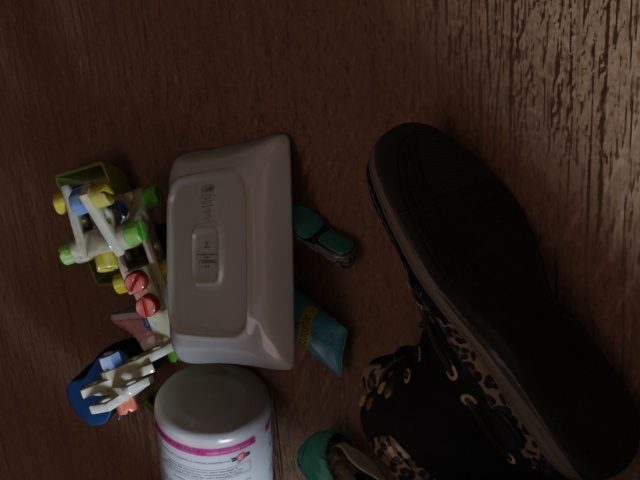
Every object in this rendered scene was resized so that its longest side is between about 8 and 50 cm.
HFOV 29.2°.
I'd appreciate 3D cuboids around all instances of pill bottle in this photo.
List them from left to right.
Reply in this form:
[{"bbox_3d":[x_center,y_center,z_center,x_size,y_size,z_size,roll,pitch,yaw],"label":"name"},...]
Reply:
[{"bbox_3d":[-0.147,0.326,1.736,0.160,0.160,0.283,35,137,38],"label":"pill bottle"}]

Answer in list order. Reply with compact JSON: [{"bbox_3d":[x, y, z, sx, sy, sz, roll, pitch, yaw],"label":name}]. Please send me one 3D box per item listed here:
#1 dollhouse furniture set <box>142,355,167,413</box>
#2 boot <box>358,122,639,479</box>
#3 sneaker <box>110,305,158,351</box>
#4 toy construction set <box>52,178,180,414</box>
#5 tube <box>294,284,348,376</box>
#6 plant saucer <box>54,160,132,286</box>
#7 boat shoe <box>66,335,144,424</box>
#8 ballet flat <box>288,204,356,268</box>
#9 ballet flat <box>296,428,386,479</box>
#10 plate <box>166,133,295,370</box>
[{"bbox_3d":[-0.222,0.250,1.923,0.152,0.058,0.076,46,141,-7],"label":"dollhouse furniture set"},{"bbox_3d":[0.121,0.096,1.229,0.377,0.138,0.284,55,147,5],"label":"boot"},{"bbox_3d":[-0.278,0.138,1.899,0.134,0.051,0.070,-4,103,52],"label":"sneaker"},{"bbox_3d":[-0.253,0.066,1.655,0.151,0.215,0.328,-3,102,13],"label":"toy construction set"},{"bbox_3d":[-0.041,0.081,1.529,0.207,0.052,0.080,38,145,29],"label":"tube"},{"bbox_3d":[-0.314,-0.027,1.844,0.188,0.045,0.188,-6,106,57],"label":"plant saucer"},{"bbox_3d":[-0.338,0.234,2.026,0.109,0.089,0.258,51,142,-3],"label":"boat shoe"},{"bbox_3d":[0.000,0.000,1.420,0.114,0.041,0.041,37,138,38],"label":"ballet flat"},{"bbox_3d":[0.062,0.338,1.524,0.247,0.083,0.087,53,132,14],"label":"ballet flat"},{"bbox_3d":[-0.124,0.017,1.515,0.277,0.045,0.278,-4,86,56],"label":"plate"}]
